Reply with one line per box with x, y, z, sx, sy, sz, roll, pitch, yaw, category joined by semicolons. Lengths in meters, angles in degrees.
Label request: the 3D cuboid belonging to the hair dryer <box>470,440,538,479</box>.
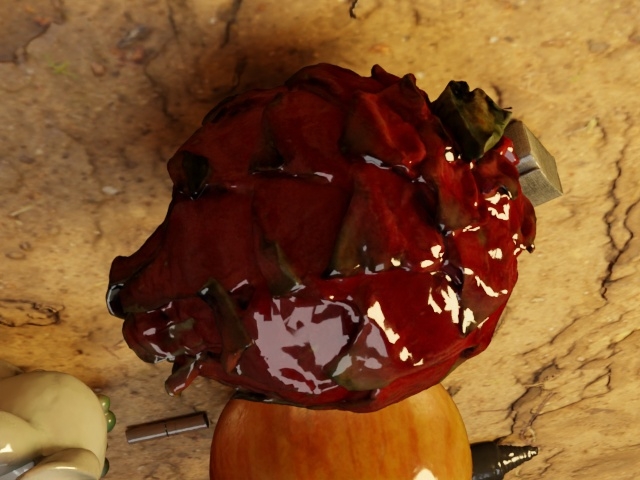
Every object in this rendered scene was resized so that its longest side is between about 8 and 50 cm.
0.118;0.330;1.522;0.352;0.107;0.189;-12;153;-6;hair dryer

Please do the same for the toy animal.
-0.315;0.226;1.102;0.310;0.247;0.183;-38;100;26;toy animal

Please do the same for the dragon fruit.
0.000;0.000;0.794;0.298;0.244;0.244;-15;150;-1;dragon fruit

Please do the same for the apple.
0.023;0.247;1.207;0.286;0.233;0.286;-8;150;-5;apple

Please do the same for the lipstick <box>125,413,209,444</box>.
-0.174;0.214;1.306;0.094;0.019;0.019;-12;150;5;lipstick

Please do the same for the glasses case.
0.092;-0.026;0.948;0.205;0.047;0.071;-24;146;24;glasses case
